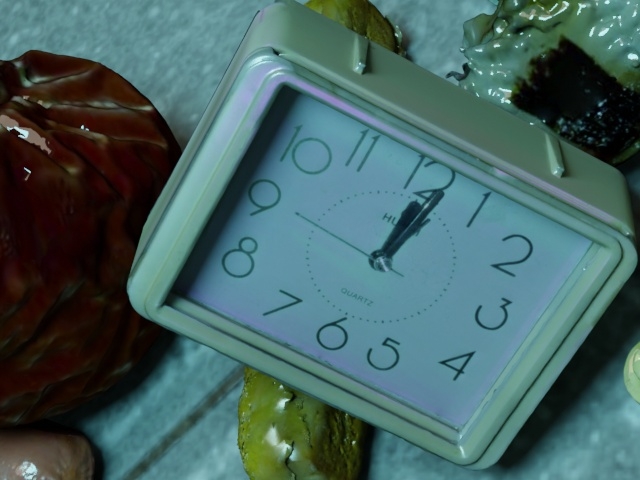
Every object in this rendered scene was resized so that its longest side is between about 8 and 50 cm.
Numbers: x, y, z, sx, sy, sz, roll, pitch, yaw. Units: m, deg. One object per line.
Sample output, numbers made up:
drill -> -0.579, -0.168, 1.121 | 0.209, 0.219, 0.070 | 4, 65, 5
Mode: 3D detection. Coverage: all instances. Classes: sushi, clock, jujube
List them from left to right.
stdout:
jujube -> -0.193, -0.004, 0.851 | 0.213, 0.232, 0.213 | -2, 87, 46
clock -> 0.028, -0.001, 0.709 | 0.147, 0.192, 0.071 | -58, 10, 26
sushi -> 0.123, -0.092, 0.749 | 0.226, 0.103, 0.097 | -49, 62, 22

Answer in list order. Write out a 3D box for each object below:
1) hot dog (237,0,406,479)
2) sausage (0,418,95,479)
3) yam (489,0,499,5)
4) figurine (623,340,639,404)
hot dog -> -0.001, 0.000, 0.830 | 0.068, 0.083, 0.289 | -21, 53, 46
sausage -> -0.169, 0.127, 0.879 | 0.094, 0.059, 0.054 | 12, 92, 34
yam -> 0.193, -0.263, 0.819 | 0.133, 0.133, 0.330 | 32, 81, 40
figurine -> 0.246, 0.009, 0.637 | 0.222, 0.124, 0.325 | 11, 74, 33
